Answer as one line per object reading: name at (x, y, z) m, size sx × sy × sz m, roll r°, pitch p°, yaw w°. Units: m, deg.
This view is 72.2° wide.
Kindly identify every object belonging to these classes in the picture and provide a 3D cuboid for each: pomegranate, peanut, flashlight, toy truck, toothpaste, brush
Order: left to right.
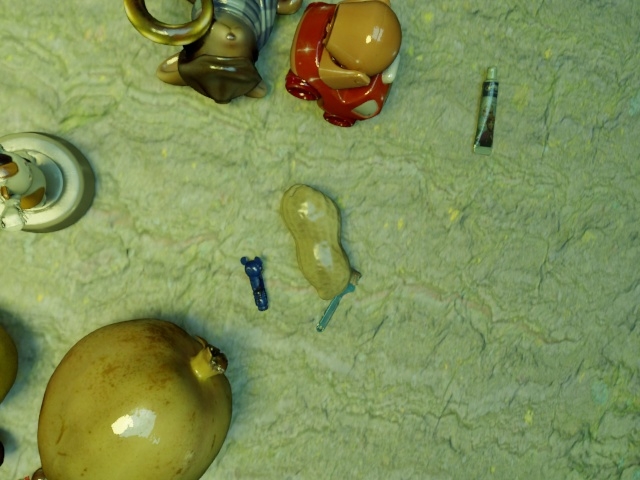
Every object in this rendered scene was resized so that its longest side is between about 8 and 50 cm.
pomegranate at (-0.291, 0.277, 0.732) m, size 0.319 × 0.319 × 0.319 m, roll -2°, pitch 95°, yaw -22°
flashlight at (-0.130, 0.088, 0.916) m, size 0.035 × 0.057 × 0.121 m, roll -36°, pitch 118°, yaw -55°
peanut at (0.000, 0.000, 0.920) m, size 0.123 × 0.123 × 0.256 m, roll -26°, pitch 106°, yaw -18°
brush at (0.037, 0.136, 0.999) m, size 0.051 × 0.014 × 0.164 m, roll 33°, pitch 83°, yaw -20°
toy truck at (0.074, -0.338, 0.830) m, size 0.265 × 0.239 × 0.189 m, roll 17°, pitch 87°, yaw -48°
toothpaste at (0.421, -0.325, 1.104) m, size 0.062 × 0.037 × 0.216 m, roll 1°, pitch 99°, yaw -23°

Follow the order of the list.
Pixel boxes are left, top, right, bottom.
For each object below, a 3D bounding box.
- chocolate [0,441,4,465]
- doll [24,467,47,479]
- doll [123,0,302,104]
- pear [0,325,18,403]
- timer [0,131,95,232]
chocolate at (-0.595, 0.361, 0.709) m, size 0.133 × 0.124 × 0.127 m, roll -11°, pitch 113°, yaw -50°
doll at (-0.523, 0.438, 0.786) m, size 0.085 × 0.040 × 0.058 m, roll 9°, pitch 101°, yaw -23°
doll at (-0.158, -0.420, 0.766) m, size 0.318 × 0.209 × 0.339 m, roll 14°, pitch 86°, yaw -30°
pear at (-0.582, 0.207, 0.658) m, size 0.209 × 0.209 × 0.209 m, roll -2°, pitch 95°, yaw -22°
timer at (-0.443, -0.089, 0.648) m, size 0.175 × 0.266 × 0.175 m, roll -2°, pitch 96°, yaw -22°
